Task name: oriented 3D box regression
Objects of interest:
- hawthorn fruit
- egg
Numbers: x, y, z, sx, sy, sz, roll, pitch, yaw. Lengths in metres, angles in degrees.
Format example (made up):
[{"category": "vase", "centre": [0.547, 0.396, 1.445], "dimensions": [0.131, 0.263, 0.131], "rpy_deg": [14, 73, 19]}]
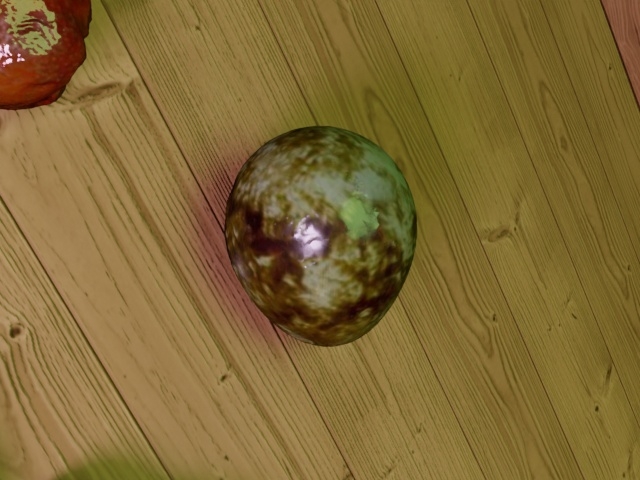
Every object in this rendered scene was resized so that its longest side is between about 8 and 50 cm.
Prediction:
[{"category": "hawthorn fruit", "centre": [-0.319, -0.214, 1.015], "dimensions": [0.179, 0.173, 0.173], "rpy_deg": [-13, 94, -22]}, {"category": "egg", "centre": [0.000, 0.000, 1.266], "dimensions": [0.238, 0.238, 0.289], "rpy_deg": [-31, 131, -46]}]
